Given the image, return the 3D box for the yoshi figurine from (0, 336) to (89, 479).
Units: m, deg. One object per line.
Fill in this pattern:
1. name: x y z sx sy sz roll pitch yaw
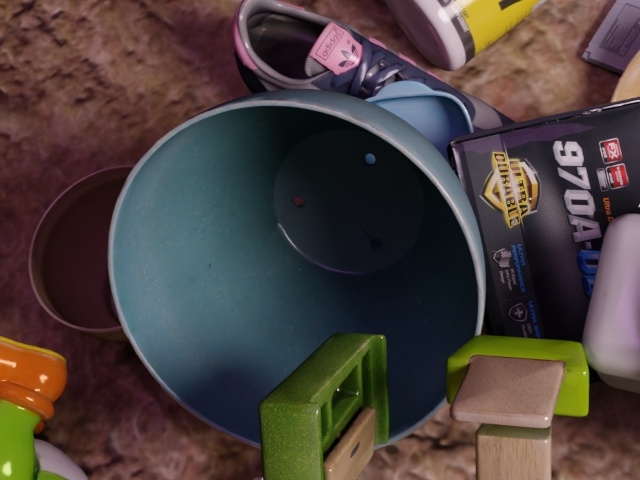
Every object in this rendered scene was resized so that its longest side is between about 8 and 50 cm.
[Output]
1. yoshi figurine: -0.329 0.267 0.945 0.203 0.203 0.362 -7 65 29

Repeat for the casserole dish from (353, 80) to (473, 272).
1. casserole dish: 0.088 -0.052 1.006 0.114 0.037 0.188 -3 108 19

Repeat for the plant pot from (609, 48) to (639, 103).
1. plant pot: 0.346 -0.085 0.945 0.236 0.032 0.236 -5 83 47

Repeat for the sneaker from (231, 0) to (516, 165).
1. sneaker: 0.045 -0.135 1.052 0.319 0.131 0.112 24 74 23

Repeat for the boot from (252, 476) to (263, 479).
1. boot: -0.029 0.209 0.945 0.086 0.069 0.190 18 72 16

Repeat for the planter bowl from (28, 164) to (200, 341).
1. planter bowl: -0.172 0.027 1.047 0.162 0.109 0.162 -6 64 13

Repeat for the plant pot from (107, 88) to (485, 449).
1. plant pot: 0.000 0.000 0.921 0.290 0.290 0.195 1 23 16

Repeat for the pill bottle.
1. pill bottle: 0.172 -0.269 1.088 0.208 0.119 0.119 -38 62 -5

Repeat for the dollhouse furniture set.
1. dollhouse furniture set: 0.084 0.229 0.777 0.197 0.151 0.301 2 106 18

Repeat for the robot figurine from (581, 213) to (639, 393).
1. robot figurine: 0.364 0.071 0.760 0.353 0.300 0.199 11 83 23

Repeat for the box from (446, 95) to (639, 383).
1. box: 0.212 0.006 0.931 0.175 0.051 0.220 -12 87 2

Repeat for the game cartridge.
1. game cartridge: 0.294 -0.196 1.080 0.056 0.017 0.083 27 75 28
